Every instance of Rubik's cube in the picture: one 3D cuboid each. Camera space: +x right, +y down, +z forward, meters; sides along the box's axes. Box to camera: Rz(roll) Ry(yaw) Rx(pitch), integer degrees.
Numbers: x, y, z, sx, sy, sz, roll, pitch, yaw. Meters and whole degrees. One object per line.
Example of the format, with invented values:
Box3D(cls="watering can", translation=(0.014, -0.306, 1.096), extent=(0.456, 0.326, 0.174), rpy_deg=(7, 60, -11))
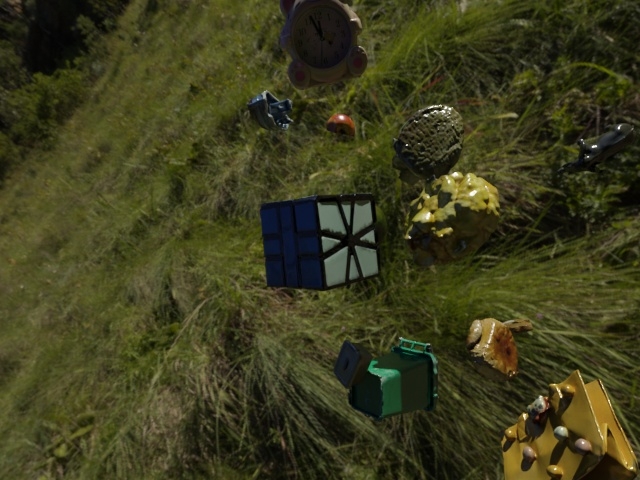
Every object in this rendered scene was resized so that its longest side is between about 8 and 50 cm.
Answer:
Box3D(cls="Rubik's cube", translation=(0.000, 0.000, 1.345), extent=(0.283, 0.289, 0.293), rpy_deg=(-5, 0, 43))

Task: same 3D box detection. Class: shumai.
Box3D(cls="shumai", translation=(0.468, -0.397, 1.796), extent=(0.330, 0.291, 0.288), rpy_deg=(-56, -16, -1))

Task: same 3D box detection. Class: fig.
Box3D(cls="fig", translation=(0.165, -0.024, 1.637), extent=(0.195, 0.195, 0.245), rpy_deg=(-45, -39, -66))

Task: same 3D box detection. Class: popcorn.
Box3D(cls="popcorn", translation=(0.349, -0.050, 1.131), extent=(0.286, 0.215, 0.252), rpy_deg=(-51, 17, 49))

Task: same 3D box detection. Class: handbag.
Box3D(cls="handbag", translation=(0.676, 0.592, 1.199), extent=(0.283, 0.132, 0.401), rpy_deg=(-69, 2, -53))

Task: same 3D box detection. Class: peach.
Box3D(cls="peach", translation=(0.068, -0.365, 1.296), extent=(0.098, 0.098, 0.062), rpy_deg=(-47, -25, -59))

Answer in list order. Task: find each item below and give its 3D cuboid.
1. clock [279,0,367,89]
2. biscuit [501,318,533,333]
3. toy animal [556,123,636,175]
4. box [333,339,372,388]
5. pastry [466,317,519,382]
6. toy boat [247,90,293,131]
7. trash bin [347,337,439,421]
Box3D(cls="clock", translation=(0.002, -0.693, 1.406), extent=(0.283, 0.310, 0.114), rpy_deg=(-12, 15, 2))
Box3D(cls="biscuit", translation=(0.765, 0.352, 1.670), extent=(0.183, 0.047, 0.320), rpy_deg=(-18, -12, 6))
Box3D(cls="toy animal", translation=(0.887, -0.295, 1.334), extent=(0.245, 0.114, 0.146), rpy_deg=(-51, 0, 23))
Box3D(cls="box", translation=(0.136, 0.500, 1.673), extent=(0.124, 0.092, 0.172), rpy_deg=(42, 118, 51))
Box3D(cls="pastry", translation=(0.594, 0.381, 1.416), extent=(0.218, 0.229, 0.100), rpy_deg=(-26, 2, -44))
Box3D(cls="toy boat", translation=(-0.164, -0.482, 1.547), extent=(0.309, 0.142, 0.129), rpy_deg=(-5, -91, -76))
Box3D(cls="trash bin", translation=(0.325, 0.610, 1.808), extent=(0.380, 0.296, 0.259), rpy_deg=(1, -1, -41))
